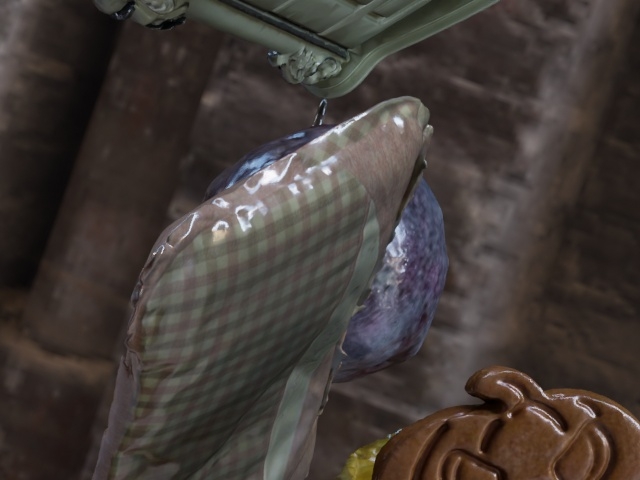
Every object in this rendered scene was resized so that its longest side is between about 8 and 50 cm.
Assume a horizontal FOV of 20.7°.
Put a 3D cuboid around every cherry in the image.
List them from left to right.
[{"bbox_3d":[0.005,0.009,1.250,0.195,0.195,0.195,20,4,-1],"label":"cherry"}]

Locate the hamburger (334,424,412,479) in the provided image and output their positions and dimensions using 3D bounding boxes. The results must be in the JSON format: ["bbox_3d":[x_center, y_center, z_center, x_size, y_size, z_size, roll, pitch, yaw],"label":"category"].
[{"bbox_3d":[0.080,0.235,0.833,0.318,0.158,0.318,44,22,-23],"label":"hamburger"}]

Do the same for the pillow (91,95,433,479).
[{"bbox_3d":[-0.027,0.049,0.584,0.034,0.211,0.135,36,46,21],"label":"pillow"}]

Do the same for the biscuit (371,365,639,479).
[{"bbox_3d":[0.060,0.075,0.536,0.091,0.078,0.015,-13,19,-7],"label":"biscuit"}]

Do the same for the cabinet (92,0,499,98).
[{"bbox_3d":[0.019,-0.252,0.919,0.227,0.290,0.318,63,15,10],"label":"cabinet"}]
